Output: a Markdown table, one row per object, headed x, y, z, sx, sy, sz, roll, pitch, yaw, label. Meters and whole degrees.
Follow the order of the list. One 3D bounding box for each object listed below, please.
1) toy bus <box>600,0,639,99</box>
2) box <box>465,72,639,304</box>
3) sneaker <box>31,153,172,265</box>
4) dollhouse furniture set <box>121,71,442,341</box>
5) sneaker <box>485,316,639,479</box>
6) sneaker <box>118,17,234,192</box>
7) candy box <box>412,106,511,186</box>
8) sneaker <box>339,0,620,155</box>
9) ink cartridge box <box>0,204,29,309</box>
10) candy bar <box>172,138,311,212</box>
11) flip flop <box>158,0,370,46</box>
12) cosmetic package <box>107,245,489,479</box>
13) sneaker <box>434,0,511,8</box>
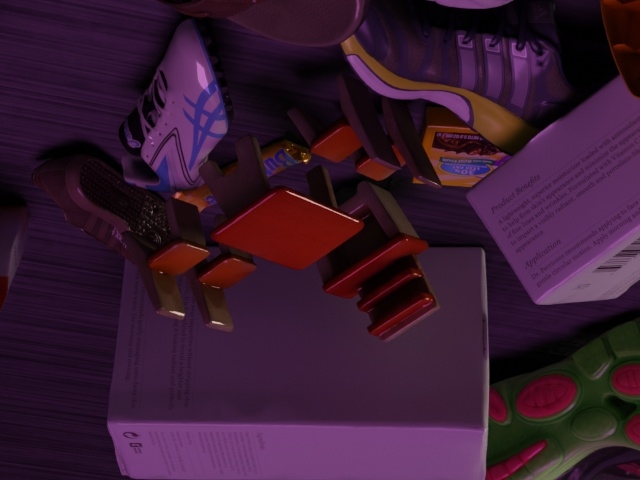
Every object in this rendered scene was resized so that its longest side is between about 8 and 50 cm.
| x | y | z | sx | sy | sz | roll | pitch | yaw | label |
| --- | --- | --- | --- | --- | --- | --- | --- | --- | --- |
| 0.354 | -0.175 | 1.330 | 0.220 | 0.149 | 0.211 | -19 | 158 | 28 | toy bus |
| 0.254 | -0.043 | 1.471 | 0.181 | 0.119 | 0.182 | -38 | 161 | 26 | box |
| -0.209 | -0.029 | 1.707 | 0.071 | 0.066 | 0.188 | 4 | 150 | 33 | sneaker |
| 0.000 | 0.000 | 1.583 | 0.262 | 0.135 | 0.259 | -35 | 153 | 21 | dollhouse furniture set |
| 0.361 | 0.195 | 1.988 | 0.483 | 0.185 | 0.202 | -17 | 164 | 36 | sneaker |
| -0.129 | -0.109 | 1.511 | 0.086 | 0.085 | 0.237 | -11 | 155 | -17 | sneaker |
| 0.193 | -0.080 | 1.609 | 0.206 | 0.027 | 0.105 | 4 | 153 | -3 | candy box |
| 0.123 | -0.168 | 1.397 | 0.300 | 0.111 | 0.121 | 19 | 141 | -41 | sneaker |
| -0.369 | 0.018 | 1.678 | 0.145 | 0.179 | 0.045 | 2 | 114 | 1 | ink cartridge box |
| -0.075 | -0.063 | 1.667 | 0.161 | 0.018 | 0.040 | -23 | 143 | 38 | candy bar |
| -0.098 | -0.211 | 1.274 | 0.277 | 0.080 | 0.112 | 26 | 135 | -5 | flip flop |
| -0.016 | 0.129 | 1.809 | 0.385 | 0.217 | 0.156 | 3 | 150 | 3 | cosmetic package |
| 0.049 | -0.236 | 1.229 | 0.292 | 0.108 | 0.169 | 17 | 163 | -19 | sneaker |
